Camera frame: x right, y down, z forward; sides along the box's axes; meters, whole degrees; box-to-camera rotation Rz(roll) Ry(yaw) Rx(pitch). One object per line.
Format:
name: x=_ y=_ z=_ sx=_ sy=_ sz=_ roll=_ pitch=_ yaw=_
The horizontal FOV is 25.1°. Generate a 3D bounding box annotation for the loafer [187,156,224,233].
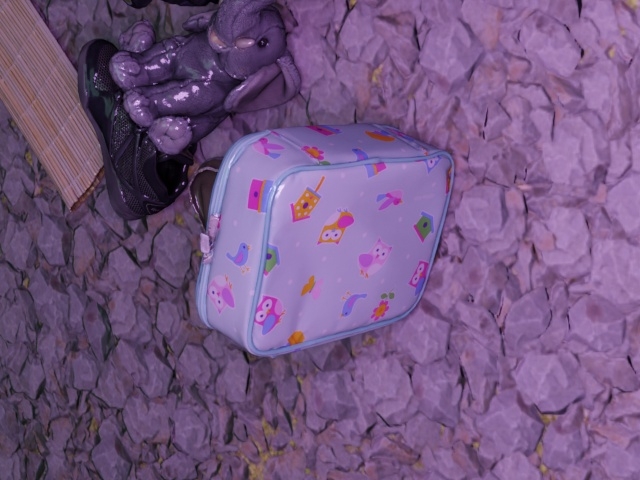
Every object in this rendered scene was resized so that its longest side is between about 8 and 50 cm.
loafer: x=-0.086 y=0.009 z=1.657 sx=0.094 sy=0.087 sz=0.251 roll=-48 pitch=66 yaw=35

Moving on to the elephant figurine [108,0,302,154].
elephant figurine: x=-0.099 y=-0.206 z=1.605 sx=0.239 sy=0.186 sz=0.169 roll=-28 pitch=113 yaw=15

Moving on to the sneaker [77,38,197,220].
sneaker: x=-0.219 y=-0.146 z=1.758 sx=0.130 sy=0.087 sz=0.227 roll=-15 pitch=89 yaw=40

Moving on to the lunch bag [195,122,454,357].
lunch bag: x=0.000 y=0.000 z=1.451 sx=0.108 sy=0.279 sz=0.224 roll=32 pitch=119 yaw=38

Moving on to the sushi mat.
sushi mat: x=-0.375 y=-0.199 z=1.931 sx=0.316 sy=0.019 sz=0.151 roll=55 pitch=126 yaw=22

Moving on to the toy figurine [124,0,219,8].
toy figurine: x=-0.141 y=-0.373 z=1.610 sx=0.213 sy=0.148 sz=0.209 roll=-13 pitch=87 yaw=42
